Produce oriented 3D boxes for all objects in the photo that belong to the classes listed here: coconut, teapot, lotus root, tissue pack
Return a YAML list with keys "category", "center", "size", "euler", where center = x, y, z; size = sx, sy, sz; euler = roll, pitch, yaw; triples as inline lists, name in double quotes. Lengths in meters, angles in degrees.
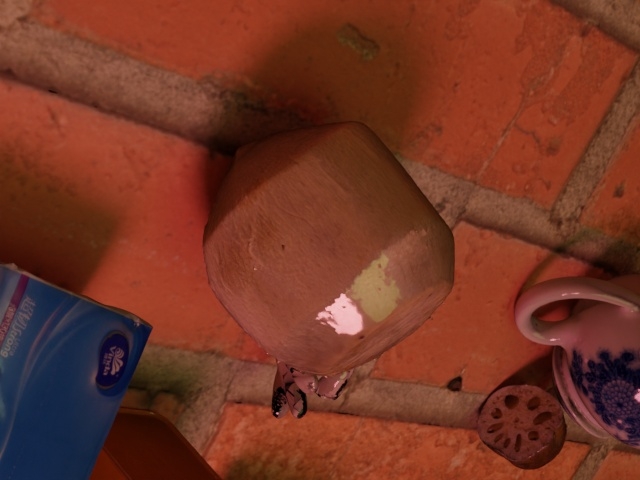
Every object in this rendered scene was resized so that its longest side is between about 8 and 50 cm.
- category: "coconut"
  center: [0.000, 0.000, 1.266]
  size: [0.245, 0.247, 0.245]
  euler: [-33, 165, -10]
- category: "teapot"
  center: [0.435, 0.183, 1.767]
  size: [0.280, 0.252, 0.424]
  euler: [-31, 125, 33]
- category: "lotus root"
  center: [0.294, 0.266, 1.768]
  size: [0.112, 0.122, 0.081]
  euler: [-55, 140, -5]
- category: "tissue pack"
  center: [-0.301, 0.156, 1.131]
  size: [0.198, 0.146, 0.263]
  euler: [30, 79, -48]
- category: "tissue pack"
  center: [-0.231, 0.343, 1.327]
  size: [0.145, 0.194, 0.274]
  euler: [14, 109, -45]

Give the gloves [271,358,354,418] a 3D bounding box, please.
- category: "gloves"
  center: [-0.002, 0.105, 1.424]
  size: [0.212, 0.111, 0.127]
  euler: [-50, 162, -5]
